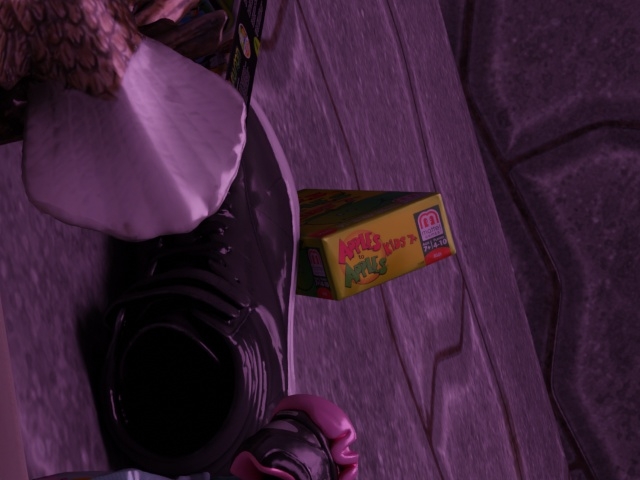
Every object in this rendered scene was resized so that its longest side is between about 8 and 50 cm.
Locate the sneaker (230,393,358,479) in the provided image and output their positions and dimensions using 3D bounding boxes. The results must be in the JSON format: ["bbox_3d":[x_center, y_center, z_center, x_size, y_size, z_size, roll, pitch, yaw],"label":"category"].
[{"bbox_3d":[-0.006,0.123,0.746,0.057,0.047,0.119,-30,105,-53],"label":"sneaker"}]

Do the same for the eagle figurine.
[{"bbox_3d":[-0.148,-0.154,0.817,0.298,0.225,0.226,78,17,-50],"label":"eagle figurine"}]

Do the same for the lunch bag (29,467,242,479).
[{"bbox_3d":[-0.086,0.204,0.754,0.262,0.160,0.223,41,39,-78],"label":"lunch bag"}]

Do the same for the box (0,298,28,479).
[{"bbox_3d":[-0.146,0.083,0.575,0.094,0.113,0.275,104,-22,-48],"label":"box"}]

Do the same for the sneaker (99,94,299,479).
[{"bbox_3d":[-0.072,0.013,1.120,0.147,0.104,0.295,50,33,-74],"label":"sneaker"}]

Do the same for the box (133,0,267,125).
[{"bbox_3d":[-0.094,-0.113,1.143,0.207,0.114,0.036,-85,158,-56],"label":"box"}]

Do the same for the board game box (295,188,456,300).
[{"bbox_3d":[0.000,0.000,1.269,0.181,0.092,0.043,5,-66,61],"label":"board game box"}]
